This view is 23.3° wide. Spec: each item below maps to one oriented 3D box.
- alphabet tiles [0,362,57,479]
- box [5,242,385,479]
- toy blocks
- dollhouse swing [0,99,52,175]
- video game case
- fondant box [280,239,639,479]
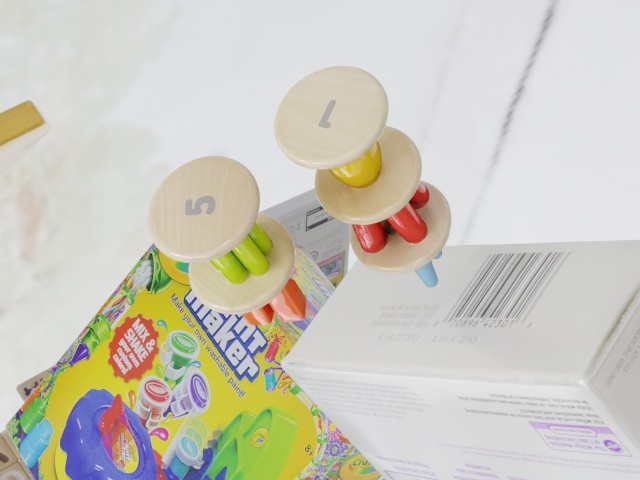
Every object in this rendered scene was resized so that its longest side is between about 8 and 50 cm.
[{"bbox_3d":[-0.255,0.218,1.715,0.237,0.009,0.198,-29,-63,-5],"label":"alphabet tiles"},{"bbox_3d":[-0.076,0.177,1.336,0.279,0.290,0.177,-50,-38,14],"label":"box"},{"bbox_3d":[0.000,0.000,0.731,0.123,0.054,0.148,-36,-36,0],"label":"toy blocks"},{"bbox_3d":[-0.482,-0.087,1.402,0.347,0.315,0.305,-33,16,44],"label":"dollhouse swing"},{"bbox_3d":[-0.053,0.049,1.626,0.212,0.023,0.193,-25,-47,-35],"label":"video game case"},{"bbox_3d":[0.165,0.144,0.854,0.238,0.330,0.096,-2,44,53],"label":"fondant box"}]
